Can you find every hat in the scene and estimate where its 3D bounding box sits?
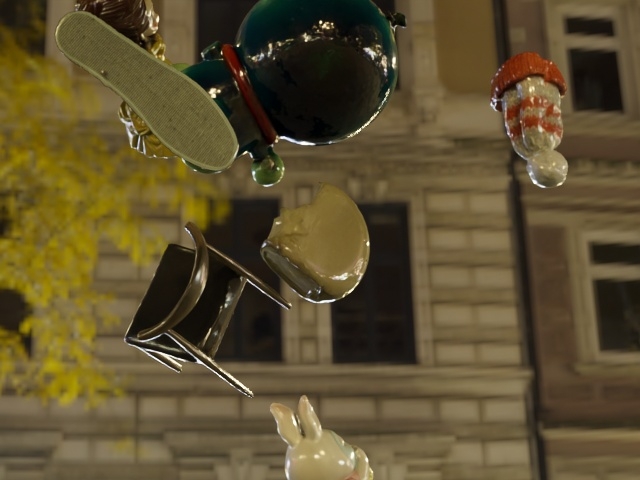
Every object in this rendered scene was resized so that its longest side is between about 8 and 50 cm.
[{"bbox_3d":[0.271,-0.144,1.740,0.094,0.162,0.112,0,-20,-9],"label":"hat"}]

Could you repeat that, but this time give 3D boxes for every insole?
[{"bbox_3d":[-0.178,-0.159,1.435,0.232,0.080,0.003,40,-23,-8],"label":"insole"}]

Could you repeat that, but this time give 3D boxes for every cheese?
[{"bbox_3d":[0.000,0.000,2.188,0.175,0.202,0.091,39,-41,-18],"label":"cheese"}]

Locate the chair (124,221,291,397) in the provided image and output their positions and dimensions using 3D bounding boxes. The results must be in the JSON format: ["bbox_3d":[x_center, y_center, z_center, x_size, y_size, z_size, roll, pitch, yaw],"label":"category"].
[{"bbox_3d":[-0.193,0.099,2.063,0.166,0.188,0.272,15,-17,30],"label":"chair"}]

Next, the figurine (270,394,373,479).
[{"bbox_3d":[0.011,0.326,1.915,0.127,0.235,0.155,-17,-4,35],"label":"figurine"}]

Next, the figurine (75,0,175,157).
[{"bbox_3d":[-0.303,-0.321,2.398,0.168,0.187,0.315,0,-44,15],"label":"figurine"}]

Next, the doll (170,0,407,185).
[{"bbox_3d":[-0.040,-0.192,1.648,0.322,0.198,0.186,-32,10,0],"label":"doll"}]
